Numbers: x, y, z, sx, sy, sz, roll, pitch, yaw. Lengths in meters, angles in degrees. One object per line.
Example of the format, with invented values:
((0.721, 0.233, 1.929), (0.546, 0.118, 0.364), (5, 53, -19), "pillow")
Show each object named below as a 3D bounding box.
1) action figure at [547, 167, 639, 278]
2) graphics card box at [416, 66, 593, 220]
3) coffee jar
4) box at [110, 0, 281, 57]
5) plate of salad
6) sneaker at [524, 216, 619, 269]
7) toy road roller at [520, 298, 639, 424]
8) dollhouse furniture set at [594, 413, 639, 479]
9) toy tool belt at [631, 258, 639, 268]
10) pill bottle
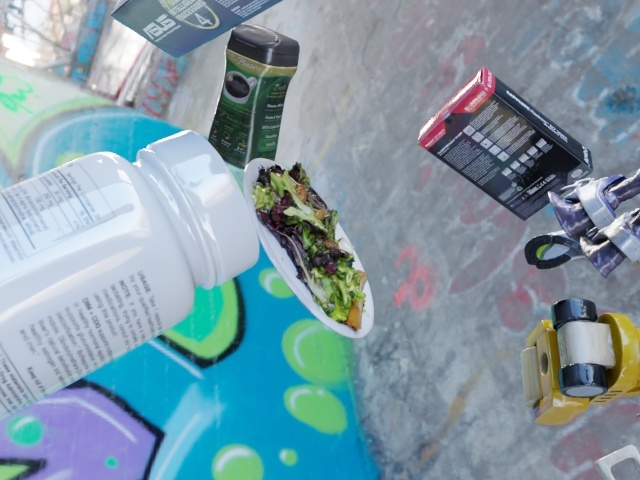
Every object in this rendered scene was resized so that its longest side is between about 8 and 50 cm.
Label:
((0.427, -0.078, 0.810), (0.285, 0.185, 0.099), (-34, 23, 26), "action figure")
((0.455, -0.230, 1.682), (0.233, 0.371, 0.094), (-45, 19, 40), "graphics card box")
((-0.091, -0.194, 0.920), (0.096, 0.079, 0.184), (30, 118, 27), "coffee jar")
((-0.024, -0.349, 0.595), (0.395, 0.097, 0.318), (3, 69, 57), "box")
((0.000, 0.000, 0.652), (0.048, 0.200, 0.199), (-33, 42, 21), "plate of salad")
((0.680, 0.000, 1.733), (0.300, 0.121, 0.111), (-10, 93, 35), "sneaker")
((0.607, 0.280, 1.510), (0.329, 0.241, 0.202), (100, 175, -61), "toy road roller")
((0.476, 0.364, 1.047), (0.374, 0.201, 0.152), (-29, 66, 6), "dollhouse furniture set")
((0.556, 0.049, 1.116), (0.083, 0.052, 0.051), (51, 122, 36), "toy tool belt")
((-0.203, 0.026, 0.549), (0.160, 0.283, 0.160), (47, 153, 32), "pill bottle")
